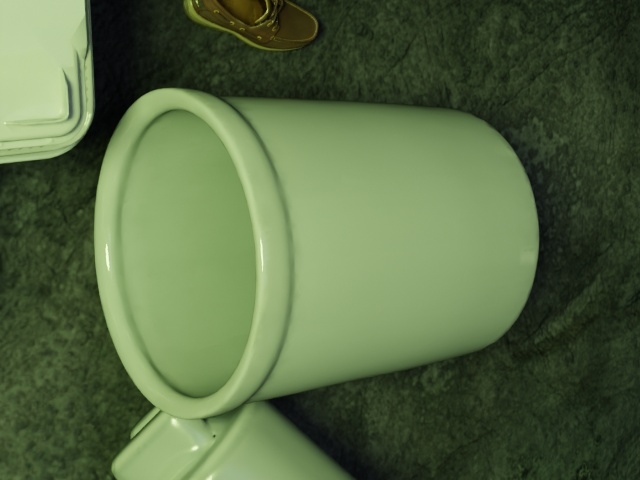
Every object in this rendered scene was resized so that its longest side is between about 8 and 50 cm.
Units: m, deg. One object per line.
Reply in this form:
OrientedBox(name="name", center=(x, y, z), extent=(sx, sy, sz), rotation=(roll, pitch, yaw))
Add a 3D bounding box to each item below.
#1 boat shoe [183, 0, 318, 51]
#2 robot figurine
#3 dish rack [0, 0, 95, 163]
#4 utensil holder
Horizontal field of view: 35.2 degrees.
OrientedBox(name="boat shoe", center=(-0.072, -0.265, 1.192), extent=(0.178, 0.060, 0.064), rotation=(9, 87, -36))
OrientedBox(name="robot figurine", center=(-0.058, 0.310, 1.116), extent=(0.353, 0.300, 0.200), rotation=(43, 109, -5))
OrientedBox(name="dish rack", center=(-0.336, -0.187, 0.808), extent=(0.333, 0.072, 0.285), rotation=(-10, 109, -30))
OrientedBox(name="utensil holder", center=(0.000, 0.000, 1.102), extent=(0.386, 0.328, 0.327), rotation=(-6, 96, -37))
